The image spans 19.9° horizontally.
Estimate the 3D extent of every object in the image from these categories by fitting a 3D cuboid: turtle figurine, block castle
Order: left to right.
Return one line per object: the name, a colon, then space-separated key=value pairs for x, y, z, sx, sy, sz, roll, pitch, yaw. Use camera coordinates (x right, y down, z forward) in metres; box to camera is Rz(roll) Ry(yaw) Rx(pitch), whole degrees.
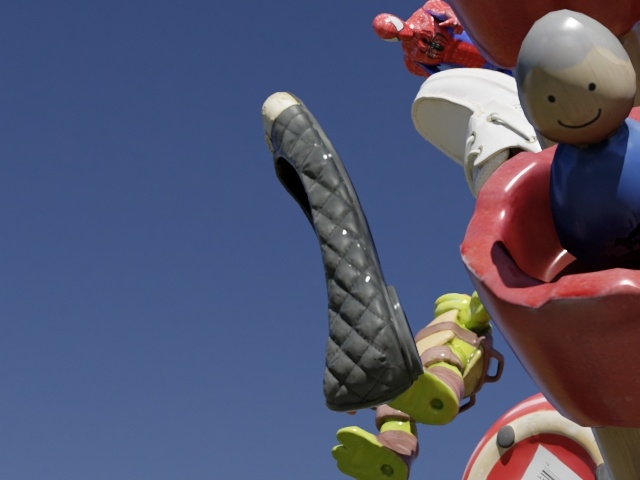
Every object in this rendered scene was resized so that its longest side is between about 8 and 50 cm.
turtle figurine: x=0.080 y=0.099 z=1.362 sx=0.087 sy=0.217 sz=0.269 roll=47 pitch=-59 yaw=-6
block castle: x=0.261 y=-0.082 z=0.546 sx=0.453 sy=0.303 sz=0.213 roll=-17 pitch=-59 yaw=11

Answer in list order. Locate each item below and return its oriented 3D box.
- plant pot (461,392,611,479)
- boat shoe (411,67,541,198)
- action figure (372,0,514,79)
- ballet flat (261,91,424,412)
plant pot: x=0.199 y=0.195 z=1.206 sx=0.191 sy=0.191 sz=0.174 roll=-21 pitch=-27 yaw=39
boat shoe: x=0.166 y=-0.070 z=1.576 sx=0.277 sy=0.096 sz=0.098 roll=26 pitch=-35 yaw=43
action figure: x=0.188 y=-0.168 z=1.818 sx=0.280 sy=0.139 sz=0.091 roll=16 pitch=-70 yaw=-13
ballet flat: x=0.000 y=0.000 z=0.860 sx=0.049 sy=0.173 sz=0.057 roll=-22 pitch=-30 yaw=2
